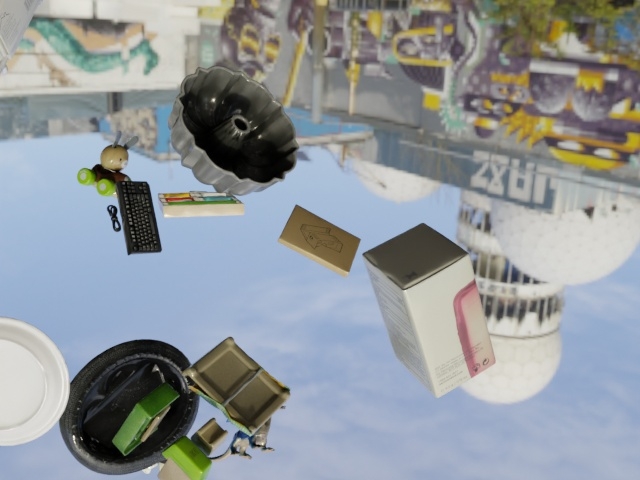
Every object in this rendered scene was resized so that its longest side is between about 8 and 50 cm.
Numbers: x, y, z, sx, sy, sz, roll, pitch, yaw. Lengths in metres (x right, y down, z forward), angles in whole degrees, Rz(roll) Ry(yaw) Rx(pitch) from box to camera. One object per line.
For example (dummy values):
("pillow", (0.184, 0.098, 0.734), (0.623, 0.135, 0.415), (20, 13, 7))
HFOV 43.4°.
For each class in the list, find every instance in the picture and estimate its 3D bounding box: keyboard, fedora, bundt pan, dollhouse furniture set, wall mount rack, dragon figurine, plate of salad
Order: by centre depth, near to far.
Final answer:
("plate of salad", (-0.468, 0.206, 1.190), (0.200, 0.199, 0.048), (2, -169, -1))
("wall mount rack", (-0.668, -0.504, 1.590), (0.131, 0.350, 0.304), (11, 153, 5))
("dollhouse furniture set", (-0.236, 0.363, 1.659), (0.197, 0.151, 0.301), (42, -140, 10))
("keyboard", (-0.418, -0.052, 1.795), (0.108, 0.180, 0.023), (-4, 156, -28))
("fedora", (-0.460, 0.379, 1.901), (0.334, 0.334, 0.152), (-8, -173, -30))
("bundt pan", (-0.219, -0.245, 1.908), (0.331, 0.330, 0.124), (-16, 165, -45))
("dragon figurine", (-0.205, 0.522, 2.226), (0.289, 0.144, 0.085), (-28, 143, 31))

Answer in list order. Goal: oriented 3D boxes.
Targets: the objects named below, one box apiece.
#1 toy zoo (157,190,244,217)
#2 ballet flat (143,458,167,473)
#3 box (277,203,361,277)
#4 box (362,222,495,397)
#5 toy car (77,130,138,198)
("toy zoo", (-0.306, -0.095, 2.018), (0.192, 0.030, 0.293), (-2, -170, -15))
("ballet flat", (-0.396, 0.543, 1.973), (0.203, 0.074, 0.074), (22, -169, -20))
("box", (0.000, 0.000, 2.098), (0.201, 0.021, 0.164), (28, -144, -4))
("box", (0.181, 0.113, 1.332), (0.127, 0.232, 0.148), (-27, -149, -13))
("toy car", (-0.593, -0.225, 2.361), (0.149, 0.188, 0.155), (27, -174, 20))
